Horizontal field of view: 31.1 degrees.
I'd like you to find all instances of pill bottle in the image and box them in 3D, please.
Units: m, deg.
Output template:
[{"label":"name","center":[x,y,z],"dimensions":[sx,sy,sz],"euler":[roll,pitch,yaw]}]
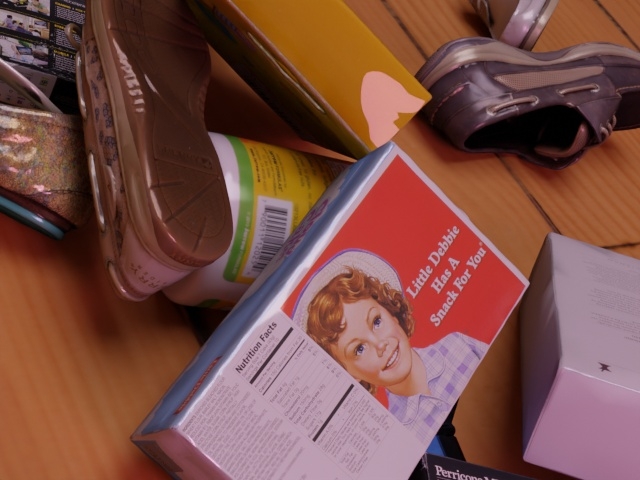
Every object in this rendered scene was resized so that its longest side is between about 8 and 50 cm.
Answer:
[{"label":"pill bottle","center":[0.000,0.000,0.939],"dimensions":[0.245,0.136,0.136],"euler":[10,43,-28]}]

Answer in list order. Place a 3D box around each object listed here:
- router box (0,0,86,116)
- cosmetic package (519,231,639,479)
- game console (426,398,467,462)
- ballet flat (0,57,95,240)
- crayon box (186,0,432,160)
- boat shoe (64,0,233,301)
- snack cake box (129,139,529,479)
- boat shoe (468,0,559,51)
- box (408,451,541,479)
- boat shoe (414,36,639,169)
[{"label":"router box","center":[-0.215,-0.162,1.034],"dimensions":[0.178,0.046,0.133],"euler":[15,40,-24]},{"label":"cosmetic package","center":[0.360,0.135,0.971],"dimensions":[0.377,0.097,0.284],"euler":[18,21,3]},{"label":"game console","center":[0.068,0.146,0.877],"dimensions":[0.144,0.124,0.085],"euler":[3,20,-35]},{"label":"ballet flat","center":[-0.318,-0.115,0.840],"dimensions":[0.348,0.123,0.123],"euler":[24,38,-16]},{"label":"crayon box","center":[-0.025,-0.167,0.974],"dimensions":[0.202,0.081,0.318],"euler":[45,-1,-15]},{"label":"boat shoe","center":[-0.139,-0.095,0.844],"dimensions":[0.104,0.089,0.285],"euler":[21,46,-42]},{"label":"snack cake box","center":[0.014,0.080,0.794],"dimensions":[0.152,0.089,0.264],"euler":[44,61,-11]},{"label":"boat shoe","center":[0.245,-0.316,1.498],"dimensions":[0.103,0.113,0.302],"euler":[29,27,-5]},{"label":"box","center":[0.167,0.271,0.790],"dimensions":[0.261,0.103,0.184],"euler":[18,43,-23]},{"label":"boat shoe","center":[0.266,-0.142,1.321],"dimensions":[0.355,0.132,0.130],"euler":[-3,60,-27]}]
